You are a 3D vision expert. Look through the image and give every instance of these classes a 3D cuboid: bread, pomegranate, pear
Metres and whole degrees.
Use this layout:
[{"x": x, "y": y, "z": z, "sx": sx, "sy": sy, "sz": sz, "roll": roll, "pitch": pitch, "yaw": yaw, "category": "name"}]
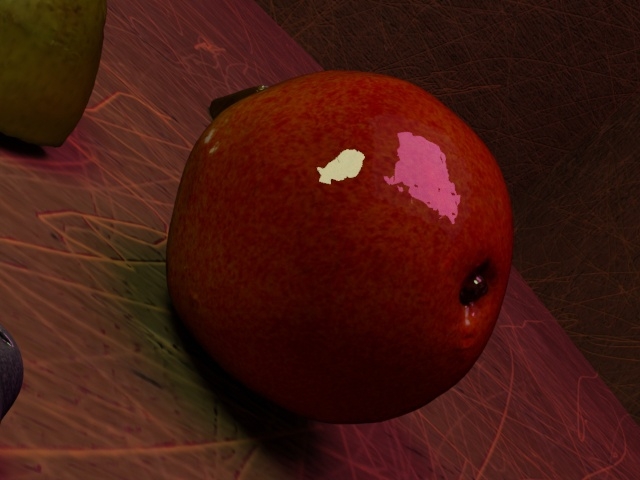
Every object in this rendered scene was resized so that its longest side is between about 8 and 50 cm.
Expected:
[{"x": -0.096, "y": -0.145, "z": 1.016, "sx": 0.043, "sy": 0.109, "sz": 0.062, "roll": 34, "pitch": 62, "yaw": -35, "category": "bread"}, {"x": 0.000, "y": 0.000, "z": 0.558, "sx": 0.221, "sy": 0.220, "sz": 0.257, "roll": 39, "pitch": -11, "yaw": -33, "category": "pomegranate"}, {"x": -0.261, "y": -0.210, "z": 0.504, "sx": 0.288, "sy": 0.139, "sz": 0.239, "roll": 51, "pitch": 21, "yaw": 22, "category": "pear"}]

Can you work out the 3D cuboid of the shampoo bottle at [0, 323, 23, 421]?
[{"x": -0.150, "y": 0.059, "z": 0.202, "sx": 0.087, "sy": 0.049, "sz": 0.234, "roll": 50, "pitch": 12, "yaw": 3, "category": "shampoo bottle"}]
